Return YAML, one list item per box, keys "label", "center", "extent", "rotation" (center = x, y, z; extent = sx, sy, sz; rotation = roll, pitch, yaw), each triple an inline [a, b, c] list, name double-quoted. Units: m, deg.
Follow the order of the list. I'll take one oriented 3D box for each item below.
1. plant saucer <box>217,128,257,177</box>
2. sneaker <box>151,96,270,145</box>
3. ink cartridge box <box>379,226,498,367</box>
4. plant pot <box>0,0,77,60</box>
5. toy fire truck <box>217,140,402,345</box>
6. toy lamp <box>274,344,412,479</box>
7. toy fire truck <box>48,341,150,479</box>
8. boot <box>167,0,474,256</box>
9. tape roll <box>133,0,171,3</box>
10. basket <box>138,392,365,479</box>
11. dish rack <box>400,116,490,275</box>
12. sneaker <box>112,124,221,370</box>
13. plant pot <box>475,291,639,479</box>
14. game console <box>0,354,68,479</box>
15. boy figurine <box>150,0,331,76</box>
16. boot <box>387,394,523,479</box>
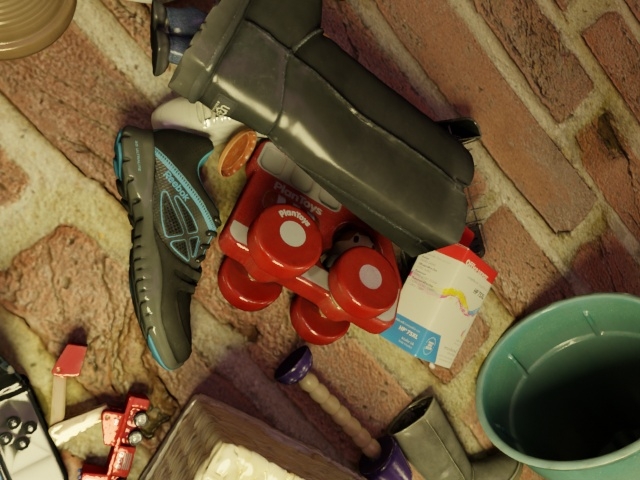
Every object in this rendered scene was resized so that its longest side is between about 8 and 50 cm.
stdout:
- label: "plant saucer"
  center: [-0.127, -0.132, 0.755]
  extent: [0.013, 0.083, 0.083]
  rotation: [37, 71, 8]
- label: "sneaker"
  center: [-0.137, -0.196, 0.771]
  extent: [0.234, 0.094, 0.090]
  rotation: [-9, 89, -21]
- label: "ink cartridge box"
  center: [0.207, 0.081, 0.825]
  extent: [0.134, 0.078, 0.231]
  rotation: [28, 89, -47]
- label: "plant pot"
  center: [-0.452, -0.371, 0.660]
  extent: [0.237, 0.109, 0.238]
  rotation: [2, 84, -22]
- label: "toy fire truck"
  center: [0.000, 0.000, 0.776]
  extent: [0.302, 0.169, 0.254]
  rotation: [28, 53, -13]
- label: "toy lamp"
  center: [0.042, 0.288, 0.793]
  extent: [0.080, 0.080, 0.275]
  rotation: [-44, 97, -20]
- label: "toy fire truck"
  center: [-0.305, 0.243, 0.672]
  extent: [0.135, 0.047, 0.192]
  rotation: [19, 77, -22]
- label: "boot"
  center: [0.063, -0.234, 0.732]
  extent: [0.445, 0.146, 0.367]
  rotation: [30, 73, -20]
- label: "tape roll"
  center: [-0.260, -0.495, 0.706]
  extent: [0.286, 0.100, 0.287]
  rotation: [5, 83, -41]
- label: "basket"
  center: [-0.087, 0.419, 0.626]
  extent: [0.328, 0.266, 0.332]
  rotation: [33, 71, -14]
- label: "dish rack"
  center: [0.213, -0.071, 0.903]
  extent: [0.208, 0.074, 0.272]
  rotation: [-14, 89, -22]
- label: "sneaker"
  center: [-0.199, 0.007, 0.704]
  extent: [0.139, 0.125, 0.341]
  rotation: [-6, 90, -27]
- label: "plant pot"
  center: [0.502, 0.322, 0.850]
  extent: [0.334, 0.341, 0.341]
  rotation: [48, 70, -18]
- label: "game console"
  center: [-0.470, 0.261, 0.542]
  extent: [0.293, 0.173, 0.250]
  rotation: [-22, 92, -22]
- label: "boy figurine"
  center: [-0.119, -0.316, 0.793]
  extent: [0.284, 0.092, 0.178]
  rotation: [-6, 72, -24]
- label: "boot"
  center: [0.235, 0.356, 0.870]
  extent: [0.189, 0.076, 0.209]
  rotation: [-31, 89, -24]
